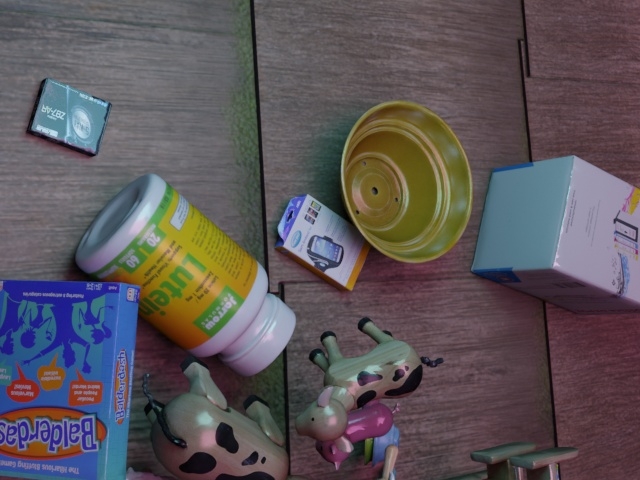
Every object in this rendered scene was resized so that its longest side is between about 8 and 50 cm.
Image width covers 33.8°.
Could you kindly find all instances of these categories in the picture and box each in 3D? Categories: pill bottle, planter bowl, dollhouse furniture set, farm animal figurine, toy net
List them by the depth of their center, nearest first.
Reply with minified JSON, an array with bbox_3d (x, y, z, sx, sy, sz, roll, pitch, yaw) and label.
[{"bbox_3d":[-0.049,0.235,1.169,0.327,0.172,0.330,18,108,-28],"label":"farm animal figurine"},{"bbox_3d":[-0.148,0.049,1.222,0.246,0.136,0.136,42,65,-23],"label":"pill bottle"},{"bbox_3d":[0.072,0.309,1.315,0.045,0.232,0.122,5,105,4],"label":"toy net"},{"bbox_3d":[0.272,0.374,1.403,0.161,0.242,0.212,-4,88,-33],"label":"dollhouse furniture set"},{"bbox_3d":[0.094,-0.073,1.416,0.217,0.090,0.217,5,80,-32],"label":"planter bowl"}]

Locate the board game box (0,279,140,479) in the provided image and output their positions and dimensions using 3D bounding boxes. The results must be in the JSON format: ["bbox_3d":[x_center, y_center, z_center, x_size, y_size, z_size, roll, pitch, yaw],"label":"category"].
[{"bbox_3d":[-0.279,0.148,1.121,0.047,0.160,0.210,21,70,-69],"label":"board game box"}]

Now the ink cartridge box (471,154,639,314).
[{"bbox_3d":[0.377,0.000,1.545,0.233,0.171,0.168,21,75,-30],"label":"ink cartridge box"}]

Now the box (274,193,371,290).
[{"bbox_3d":[0.000,0.000,1.389,0.136,0.028,0.081,34,69,-23],"label":"box"}]

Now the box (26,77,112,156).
[{"bbox_3d":[-0.290,-0.142,1.218,0.083,0.018,0.067,21,74,-30],"label":"box"}]
